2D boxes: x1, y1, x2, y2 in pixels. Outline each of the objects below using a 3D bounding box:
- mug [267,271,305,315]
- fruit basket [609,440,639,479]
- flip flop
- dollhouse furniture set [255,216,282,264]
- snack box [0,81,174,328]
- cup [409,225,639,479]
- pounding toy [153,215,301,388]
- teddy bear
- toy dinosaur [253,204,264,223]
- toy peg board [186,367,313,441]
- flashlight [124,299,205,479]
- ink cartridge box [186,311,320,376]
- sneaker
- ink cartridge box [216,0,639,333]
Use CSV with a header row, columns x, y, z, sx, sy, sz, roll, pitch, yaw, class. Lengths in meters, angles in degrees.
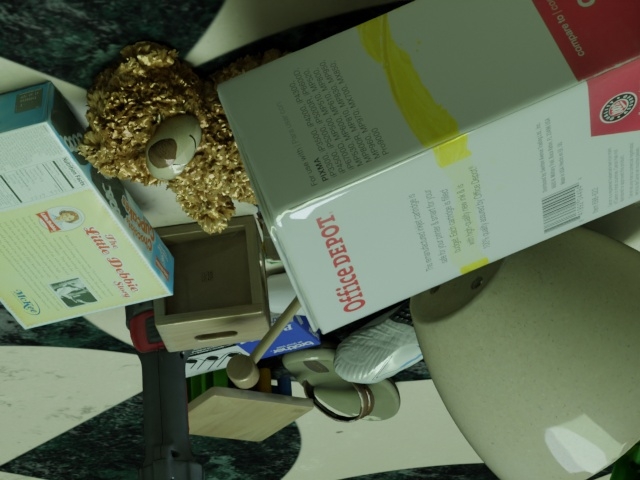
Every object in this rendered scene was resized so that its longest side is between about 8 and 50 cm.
x,y,z,sx,sy,sz,roll,pitch,yaw,class
-0.037,0.070,2.028,0.064,0.062,0.078,-5,148,14,mug
0.493,0.219,2.212,0.392,0.392,0.283,18,145,-40,fruit basket
0.029,0.218,2.310,0.112,0.080,0.277,-16,152,18,flip flop
0.000,0.000,1.875,0.151,0.076,0.058,-3,153,-9,dollhouse furniture set
-0.302,-0.027,1.710,0.187,0.060,0.322,-13,142,13,snack box
0.247,0.099,1.919,0.237,0.331,0.331,41,132,-23,cup
-0.098,0.085,1.877,0.181,0.206,0.094,-8,154,2,pounding toy
-0.076,-0.093,1.636,0.245,0.113,0.338,-25,148,29,teddy bear
-0.044,-0.056,1.796,0.090,0.047,0.082,25,122,-30,toy dinosaur
-0.119,0.218,2.274,0.160,0.079,0.161,10,152,-29,toy peg board
-0.186,0.198,1.973,0.103,0.304,0.103,10,151,-31,flashlight
-0.114,0.128,2.138,0.207,0.046,0.097,-16,153,18,ink cartridge box
0.125,0.125,2.164,0.237,0.085,0.086,-26,174,28,sneaker
0.123,-0.095,1.517,0.384,0.160,0.279,-23,153,-2,ink cartridge box
